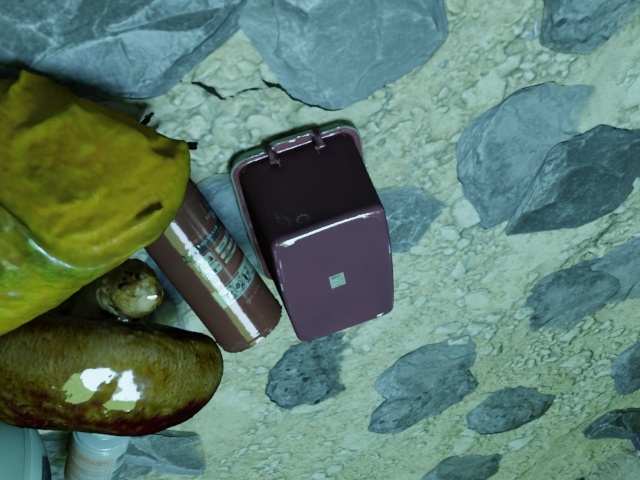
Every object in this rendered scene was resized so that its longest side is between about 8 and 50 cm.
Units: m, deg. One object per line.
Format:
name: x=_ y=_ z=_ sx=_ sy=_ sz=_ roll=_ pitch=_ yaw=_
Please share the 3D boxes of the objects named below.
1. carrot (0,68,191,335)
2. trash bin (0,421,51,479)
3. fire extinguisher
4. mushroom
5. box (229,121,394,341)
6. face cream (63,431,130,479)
carrot: x=-0.336 y=-0.035 z=0.862 sx=0.341 sy=0.241 sz=0.241 roll=-33 pitch=140 yaw=15
trash bin: x=-0.621 y=0.373 z=1.164 sx=0.432 sy=0.280 sz=0.280 roll=13 pitch=128 yaw=-32
fire extinguisher: x=-0.160 y=-0.011 z=1.035 sx=0.147 sy=0.106 sz=0.337 roll=-21 pitch=118 yaw=22
mushroom: x=-0.316 y=0.171 z=1.092 sx=0.345 sy=0.239 sz=0.345 roll=16 pitch=149 yaw=10
box: x=0.000 y=0.000 z=1.127 sx=0.193 sy=0.167 sz=0.294 roll=-18 pitch=140 yaw=-4
face cream: x=-0.381 y=0.341 z=1.375 sx=0.101 sy=0.101 sz=0.251 roll=0 pitch=135 yaw=-26
